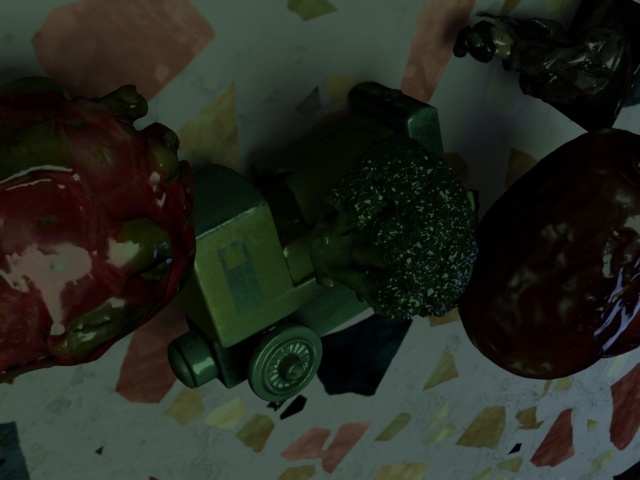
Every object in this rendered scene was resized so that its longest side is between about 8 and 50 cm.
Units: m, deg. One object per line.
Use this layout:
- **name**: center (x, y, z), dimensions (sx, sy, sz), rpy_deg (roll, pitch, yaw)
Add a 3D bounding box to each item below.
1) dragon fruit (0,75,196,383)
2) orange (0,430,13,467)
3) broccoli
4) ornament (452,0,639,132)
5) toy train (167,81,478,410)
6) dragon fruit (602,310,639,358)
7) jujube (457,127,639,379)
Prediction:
- **dragon fruit**: center (-0.248, -0.006, 0.828), dimensions (0.302, 0.237, 0.231), rpy_deg (-25, 112, -7)
- **orange**: center (-0.432, 0.222, 0.844), dimensions (0.300, 0.223, 0.301), rpy_deg (-27, 154, -39)
- **broccoli**: center (0.073, -0.010, 0.947), dimensions (0.156, 0.196, 0.195), rpy_deg (-19, 147, 31)
- **ornament**: center (0.246, -0.224, 1.120), dimensions (0.196, 0.166, 0.153), rpy_deg (11, 112, -25)
- **toy train**: center (0.000, 0.000, 1.073), dimensions (0.397, 0.160, 0.253), rpy_deg (-28, 124, -20)
- **dragon fruit**: center (0.395, 0.050, 1.379), dimensions (0.307, 0.243, 0.227), rpy_deg (-4, 158, 9)
- **jujube**: center (0.283, 0.020, 1.147), dimensions (0.223, 0.223, 0.318), rpy_deg (-9, 145, -33)
